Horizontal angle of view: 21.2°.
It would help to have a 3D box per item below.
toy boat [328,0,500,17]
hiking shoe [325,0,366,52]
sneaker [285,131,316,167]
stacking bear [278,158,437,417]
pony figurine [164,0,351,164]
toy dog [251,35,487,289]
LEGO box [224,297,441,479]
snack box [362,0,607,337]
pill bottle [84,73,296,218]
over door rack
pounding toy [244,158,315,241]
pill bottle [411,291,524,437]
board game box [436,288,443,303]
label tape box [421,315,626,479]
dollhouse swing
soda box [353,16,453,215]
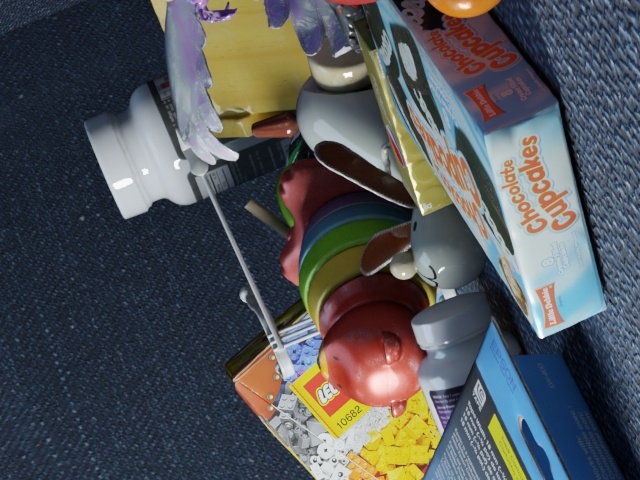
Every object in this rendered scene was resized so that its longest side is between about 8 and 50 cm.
[{"bbox_3d":[0.055,-0.196,1.050,0.151,0.151,0.231,37,-175,-13],"label":"toy boat"},{"bbox_3d":[0.016,-0.255,1.465,0.114,0.086,0.227,62,176,26],"label":"hiking shoe"},{"bbox_3d":[0.003,-0.097,2.372,0.343,0.134,0.146,78,172,-70],"label":"sneaker"},{"bbox_3d":[0.050,0.061,1.834,0.289,0.164,0.175,-100,8,-52],"label":"stacking bear"},{"bbox_3d":[-0.129,-0.297,1.722,0.363,0.302,0.351,15,-125,-44],"label":"pony figurine"},{"bbox_3d":[0.035,-0.076,1.721,0.334,0.161,0.220,-118,6,-62],"label":"toy dog"},{"bbox_3d":[0.057,0.261,2.390,0.372,0.193,0.500,49,175,-2],"label":"LEGO box"},{"bbox_3d":[0.108,-0.096,1.261,0.322,0.060,0.187,-117,5,-52],"label":"snack box"},{"bbox_3d":[-0.179,-0.182,2.733,0.210,0.362,0.210,158,90,-87],"label":"pill bottle"},{"bbox_3d":[-0.003,-0.023,2.064,0.108,0.239,0.324,115,132,-78],"label":"over door rack"},{"bbox_3d":[0.000,0.000,2.200,0.183,0.110,0.237,33,151,-15],"label":"pounding toy"},{"bbox_3d":[0.161,0.154,1.698,0.108,0.108,0.194,-129,17,-79],"label":"pill bottle"},{"bbox_3d":[0.140,0.089,2.219,0.211,0.039,0.160,-125,13,-80],"label":"board game box"},{"bbox_3d":[0.198,0.234,1.450,0.334,0.105,0.241,105,146,-55],"label":"label tape box"},{"bbox_3d":[-0.062,-0.353,2.350,0.315,0.305,0.347,-42,-65,-49],"label":"dollhouse swing"},{"bbox_3d":[0.086,-0.115,1.487,0.058,0.061,0.181,-117,6,-53],"label":"soda box"}]
